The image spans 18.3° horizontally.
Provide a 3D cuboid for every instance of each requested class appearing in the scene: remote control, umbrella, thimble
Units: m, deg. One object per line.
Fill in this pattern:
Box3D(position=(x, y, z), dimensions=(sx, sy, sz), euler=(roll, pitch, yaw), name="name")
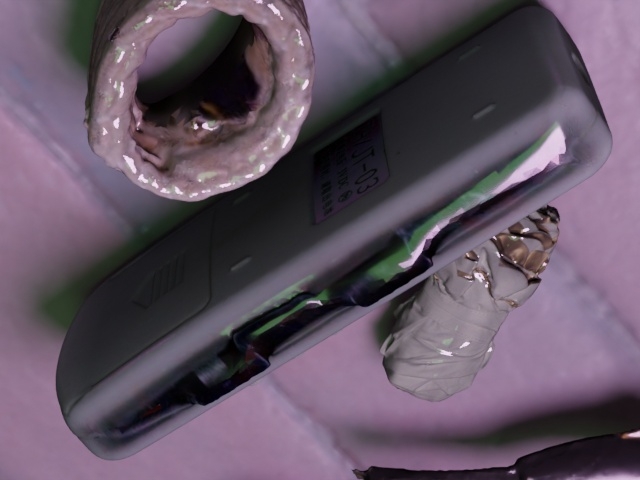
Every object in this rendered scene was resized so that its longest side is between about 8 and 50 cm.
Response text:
Box3D(position=(0.000, 0.000, 0.947), dimensions=(0.296, 0.140, 0.056), euler=(-33, 111, 14), name="remote control")
Box3D(position=(0.078, 0.017, 1.011), dimensions=(0.067, 0.062, 0.143), euler=(31, 118, 16), name="umbrella")
Box3D(position=(-0.057, -0.086, 0.928), dimensions=(0.115, 0.090, 0.102), euler=(-40, 117, 15), name="thimble")

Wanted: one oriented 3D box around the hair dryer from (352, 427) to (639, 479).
Box3D(position=(0.194, 0.086, 1.021), dimensions=(0.359, 0.120, 0.303), euler=(-3, 111, -1), name="hair dryer")
